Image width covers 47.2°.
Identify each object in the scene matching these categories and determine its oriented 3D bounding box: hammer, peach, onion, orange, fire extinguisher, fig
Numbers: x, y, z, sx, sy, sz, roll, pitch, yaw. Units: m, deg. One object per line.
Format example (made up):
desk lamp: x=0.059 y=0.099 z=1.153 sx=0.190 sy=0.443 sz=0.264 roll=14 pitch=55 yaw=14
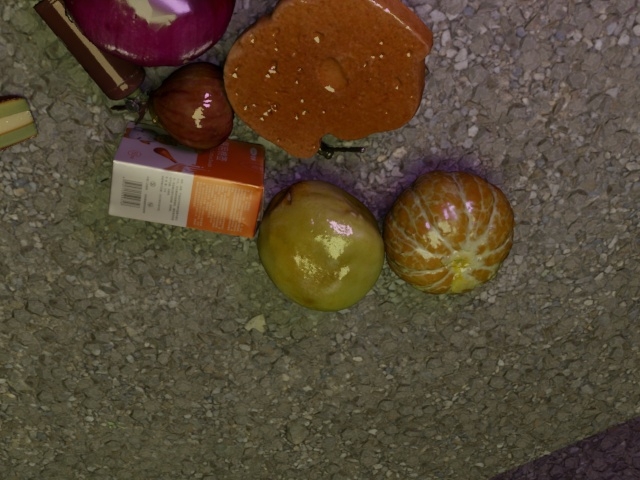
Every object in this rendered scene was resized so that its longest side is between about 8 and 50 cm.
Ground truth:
hammer: x=0.045 y=-0.205 z=1.659 sx=0.058 sy=0.292 sz=0.029 roll=27 pitch=88 yaw=-20
peach: x=0.000 y=0.007 z=1.780 sx=0.316 sy=0.281 sz=0.314 roll=37 pitch=122 yaw=-18
onion: x=-0.338 y=-0.475 z=1.455 sx=0.348 sy=0.347 sz=0.385 roll=7 pitch=157 yaw=-8
orange: x=0.308 y=-0.021 z=1.797 sx=0.329 sy=0.249 sz=0.329 roll=-5 pitch=122 yaw=-8
fire extinguisher: x=-0.481 y=-0.393 z=1.602 sx=0.147 sy=0.106 sz=0.337 roll=-6 pitch=131 yaw=41
fig: x=-0.282 y=-0.294 z=1.618 sx=0.205 sy=0.205 sz=0.205 roll=-2 pitch=124 yaw=-3

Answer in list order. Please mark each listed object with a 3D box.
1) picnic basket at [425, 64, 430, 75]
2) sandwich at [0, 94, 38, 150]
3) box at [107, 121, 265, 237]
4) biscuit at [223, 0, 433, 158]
picnic basket: x=0.099 y=-0.419 z=1.576 sx=0.139 sy=0.165 sz=0.267 roll=-39 pitch=118 yaw=19
sandwich: x=-0.759 y=-0.243 z=1.652 sx=0.187 sy=0.144 sz=0.117 roll=-6 pitch=126 yaw=1
box: x=-0.297 y=-0.141 z=1.700 sx=0.341 sy=0.225 sz=0.143 roll=10 pitch=121 yaw=-10
biscuit: x=0.010 y=-0.343 z=1.480 sx=0.455 sy=0.078 sz=0.350 roll=-14 pitch=135 yaw=29
